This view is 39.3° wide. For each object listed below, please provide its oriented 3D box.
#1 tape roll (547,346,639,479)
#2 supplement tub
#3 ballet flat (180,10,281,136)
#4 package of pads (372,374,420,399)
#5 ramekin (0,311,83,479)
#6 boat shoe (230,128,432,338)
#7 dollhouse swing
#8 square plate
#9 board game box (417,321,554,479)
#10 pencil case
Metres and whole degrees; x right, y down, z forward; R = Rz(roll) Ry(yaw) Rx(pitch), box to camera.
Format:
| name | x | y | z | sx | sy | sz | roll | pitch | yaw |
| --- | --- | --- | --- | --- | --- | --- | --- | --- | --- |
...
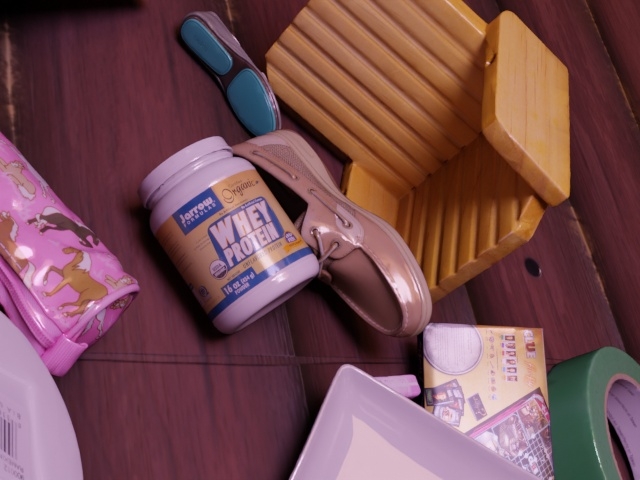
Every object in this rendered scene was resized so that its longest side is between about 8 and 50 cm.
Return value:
| name | x | y | z | sx | sy | sz | roll | pitch | yaw |
| --- | --- | --- | --- | --- | --- | --- | --- | --- | --- |
| tape roll | 0.423 | 0.311 | 1.247 | 0.321 | 0.077 | 0.321 | 32 | 44 | -37 |
| supplement tub | -0.110 | -0.007 | 1.053 | 0.144 | 0.144 | 0.200 | -29 | 82 | -45 |
| ballet flat | -0.112 | -0.237 | 1.258 | 0.213 | 0.072 | 0.068 | 52 | 34 | 2 |
| package of pads | 0.080 | 0.192 | 1.136 | 0.083 | 0.050 | 0.032 | 3 | 61 | -37 |
| ramekin | -0.306 | 0.166 | 0.698 | 0.277 | 0.135 | 0.277 | 63 | 6 | -12 |
| boat shoe | 0.000 | 0.000 | 1.140 | 0.110 | 0.122 | 0.341 | -21 | 60 | -43 |
| dollhouse swing | 0.084 | -0.138 | 1.143 | 0.305 | 0.347 | 0.315 | 29 | 49 | -21 |
| square plate | 0.098 | 0.364 | 0.982 | 0.347 | 0.049 | 0.344 | 31 | 59 | -4 |
| board game box | 0.208 | 0.229 | 1.142 | 0.165 | 0.042 | 0.243 | 4 | 66 | -4 |
| pencil case | -0.348 | -0.037 | 0.883 | 0.386 | 0.160 | 0.167 | 49 | 44 | -1 |
